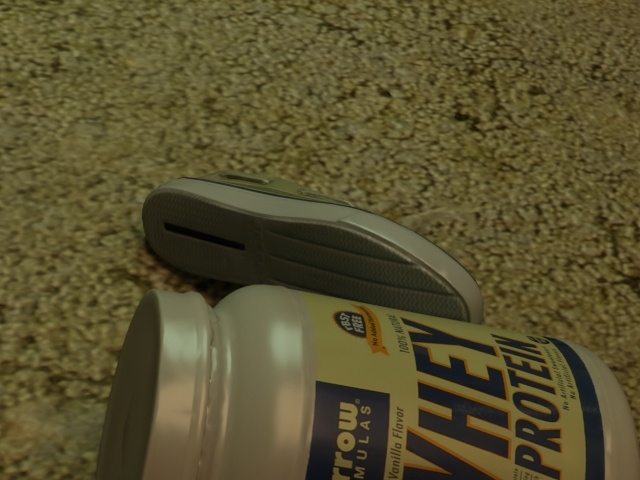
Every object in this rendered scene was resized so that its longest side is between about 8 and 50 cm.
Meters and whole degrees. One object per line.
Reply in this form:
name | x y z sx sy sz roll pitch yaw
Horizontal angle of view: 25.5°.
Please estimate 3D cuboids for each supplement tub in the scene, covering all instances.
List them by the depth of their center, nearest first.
supplement tub | 0.024 0.159 0.963 0.325 0.235 0.235 11 49 -16

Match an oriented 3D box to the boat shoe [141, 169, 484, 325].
boat shoe | 0.000 0.000 1.127 0.302 0.109 0.094 20 35 24
